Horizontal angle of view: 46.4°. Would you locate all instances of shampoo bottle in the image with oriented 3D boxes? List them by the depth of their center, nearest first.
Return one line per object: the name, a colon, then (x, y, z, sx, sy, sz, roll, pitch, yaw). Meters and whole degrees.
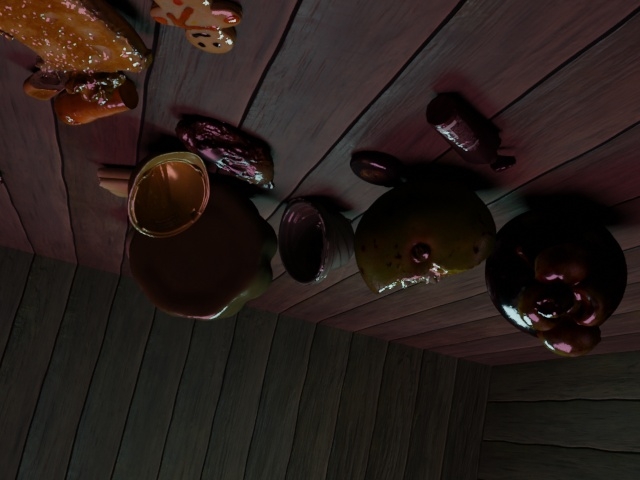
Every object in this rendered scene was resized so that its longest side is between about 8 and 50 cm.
shampoo bottle: (0.275, -0.184, 1.346, 0.068, 0.067, 0.236, 11, 168, 41)

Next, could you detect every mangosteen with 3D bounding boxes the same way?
mangosteen: (0.513, 0.089, 1.628, 0.306, 0.307, 0.347, 11, -154, 1)

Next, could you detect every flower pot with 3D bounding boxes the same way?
flower pot: (0.000, 0.000, 1.982, 0.140, 0.236, 0.235, -7, 177, -35)

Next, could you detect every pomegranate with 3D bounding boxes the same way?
pomegranate: (0.221, -0.033, 1.657, 0.309, 0.216, 0.358, -22, -169, 16)

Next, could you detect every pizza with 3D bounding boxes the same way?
pizza: (-0.427, -0.361, 1.185, 0.223, 0.089, 0.323, -7, 155, 33)

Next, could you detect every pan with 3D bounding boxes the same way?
pan: (0.140, -0.137, 1.654, 0.114, 0.040, 0.212, 8, 164, 32)

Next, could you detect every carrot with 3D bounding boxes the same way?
carrot: (-0.456, -0.283, 1.500, 0.193, 0.087, 0.087, -7, 157, 35)

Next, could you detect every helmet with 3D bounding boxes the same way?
helmet: (-0.386, -0.143, 1.817, 0.205, 0.140, 0.257, -10, 132, -28)

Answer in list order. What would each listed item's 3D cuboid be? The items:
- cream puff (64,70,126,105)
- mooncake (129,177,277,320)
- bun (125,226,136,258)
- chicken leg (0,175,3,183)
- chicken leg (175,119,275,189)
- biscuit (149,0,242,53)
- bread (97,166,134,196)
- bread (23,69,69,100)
cream puff: (-0.405, -0.307, 1.340, 0.116, 0.122, 0.094, -25, -168, -28)
mooncake: (-0.298, 0.029, 1.968, 0.378, 0.379, 0.201, 8, 175, 13)
bun: (-0.475, 0.068, 2.499, 0.361, 0.213, 0.361, 13, 166, 3)
chicken leg: (-1.023, -0.212, 2.210, 0.089, 0.048, 0.219, 3, 162, 19)
chicken leg: (-0.196, -0.184, 1.681, 0.322, 0.083, 0.177, 25, 169, -34)
biscuit: (-0.198, -0.356, 1.147, 0.153, 0.030, 0.234, 9, 164, 15)
bread: (-0.496, -0.150, 2.025, 0.178, 0.060, 0.139, 5, 164, 22)
bread: (-0.551, -0.318, 1.497, 0.062, 0.049, 0.103, 18, 161, -38)
